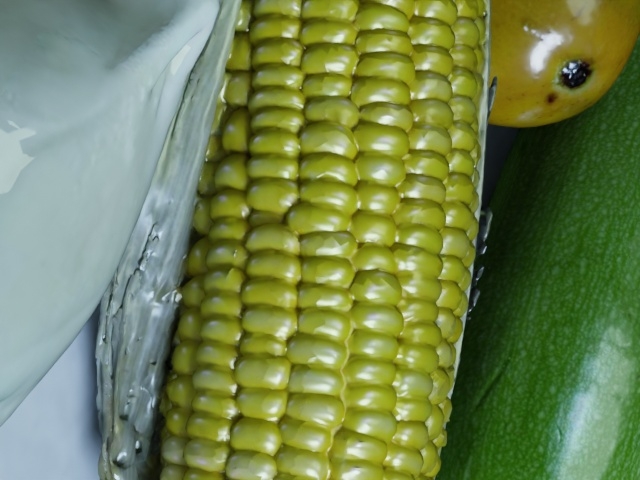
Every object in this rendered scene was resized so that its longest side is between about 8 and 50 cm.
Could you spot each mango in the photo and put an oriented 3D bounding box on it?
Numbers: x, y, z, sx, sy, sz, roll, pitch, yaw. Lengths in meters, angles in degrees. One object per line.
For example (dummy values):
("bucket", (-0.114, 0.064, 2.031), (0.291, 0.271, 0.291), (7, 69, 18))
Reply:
("mango", (0.087, -0.126, 0.833), (0.089, 0.111, 0.163), (19, 73, -42))

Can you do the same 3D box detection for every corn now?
("corn", (-0.002, 0.001, 0.731), (0.123, 0.122, 0.305), (41, 55, -68))

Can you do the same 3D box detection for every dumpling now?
("dumpling", (-0.133, -0.021, 0.597), (0.151, 0.124, 0.229), (26, 69, 1))

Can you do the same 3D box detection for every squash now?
("squash", (0.123, 0.000, 0.859), (0.107, 0.107, 0.395), (43, 57, -33))
